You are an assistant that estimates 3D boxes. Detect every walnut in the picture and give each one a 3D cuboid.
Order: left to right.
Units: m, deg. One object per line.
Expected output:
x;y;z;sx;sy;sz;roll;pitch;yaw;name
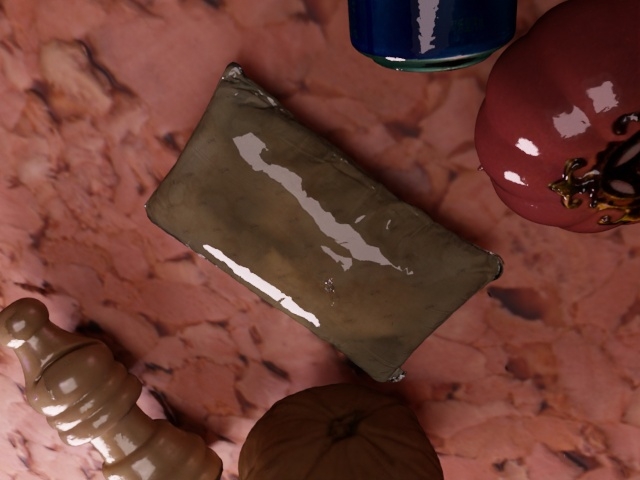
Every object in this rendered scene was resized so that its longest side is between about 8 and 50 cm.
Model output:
0.020;0.261;0.703;0.227;0.228;0.228;6;124;10;walnut

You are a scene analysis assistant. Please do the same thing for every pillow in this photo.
0.000;0.000;0.614;0.302;0.075;0.185;36;121;-7;pillow

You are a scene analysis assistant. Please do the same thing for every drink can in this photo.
0.069;-0.219;0.430;0.118;0.118;0.205;1;124;13;drink can

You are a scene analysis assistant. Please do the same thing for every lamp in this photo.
0.196;-0.091;0.476;0.181;0.140;0.182;-5;136;-5;lamp

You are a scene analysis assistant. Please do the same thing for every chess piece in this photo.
-0.262;0.194;0.789;0.307;0.124;0.138;53;151;-16;chess piece
